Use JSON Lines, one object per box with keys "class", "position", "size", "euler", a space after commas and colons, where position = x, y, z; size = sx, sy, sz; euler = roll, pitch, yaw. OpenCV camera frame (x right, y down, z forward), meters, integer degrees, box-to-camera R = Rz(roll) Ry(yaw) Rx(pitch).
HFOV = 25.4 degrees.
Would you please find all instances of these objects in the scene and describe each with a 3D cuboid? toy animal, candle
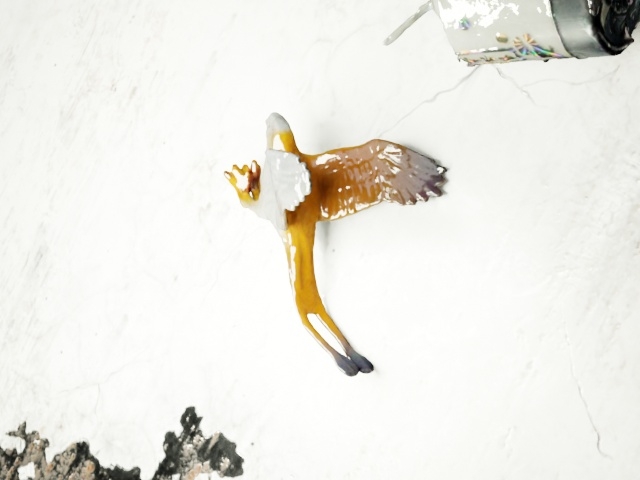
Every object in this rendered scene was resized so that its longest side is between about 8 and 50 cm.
{"class": "toy animal", "position": [-0.014, -0.010, 1.877], "size": [0.302, 0.225, 0.284], "euler": [29, 118, 47]}
{"class": "candle", "position": [0.223, -0.299, 1.709], "size": [0.330, 0.187, 0.187], "euler": [-1, 81, 34]}
